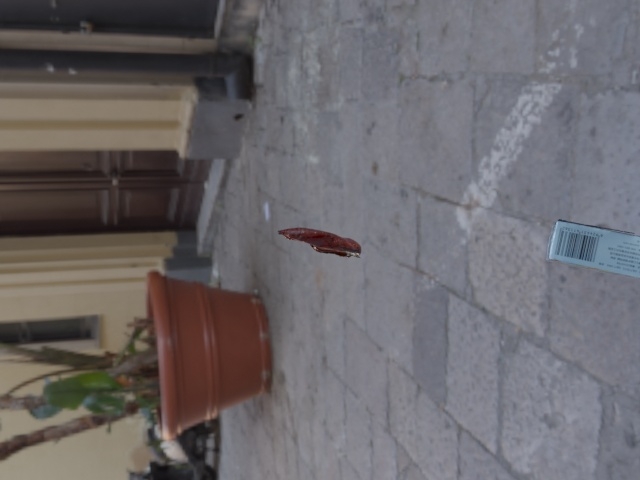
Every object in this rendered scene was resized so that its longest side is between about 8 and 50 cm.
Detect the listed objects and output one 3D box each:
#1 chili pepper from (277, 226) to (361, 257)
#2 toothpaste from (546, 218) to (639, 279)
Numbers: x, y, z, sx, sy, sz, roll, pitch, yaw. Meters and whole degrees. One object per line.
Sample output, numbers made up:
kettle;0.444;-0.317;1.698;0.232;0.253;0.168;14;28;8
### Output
chili pepper;0.000;0.000;1.120;0.045;0.178;0.027;-8;75;46
toothpaste;0.261;0.016;0.607;0.046;0.164;0.034;12;-90;-78
